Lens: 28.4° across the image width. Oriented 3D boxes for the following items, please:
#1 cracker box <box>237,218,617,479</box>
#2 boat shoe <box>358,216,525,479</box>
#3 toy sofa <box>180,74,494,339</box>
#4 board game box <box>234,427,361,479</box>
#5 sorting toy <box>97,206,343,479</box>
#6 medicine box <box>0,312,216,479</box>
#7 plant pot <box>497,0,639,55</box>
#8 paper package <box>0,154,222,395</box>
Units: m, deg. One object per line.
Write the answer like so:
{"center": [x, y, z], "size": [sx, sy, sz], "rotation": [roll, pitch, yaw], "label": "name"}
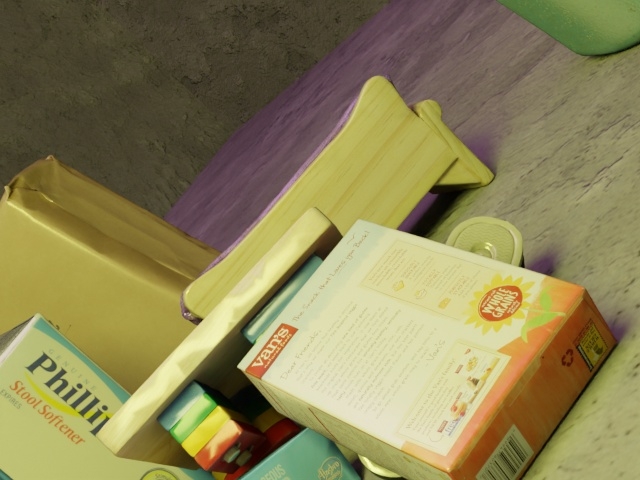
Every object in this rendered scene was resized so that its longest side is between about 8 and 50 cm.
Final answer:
{"center": [0.069, 0.081, 0.897], "size": [0.232, 0.067, 0.156], "rotation": [20, 64, 49], "label": "cracker box"}
{"center": [0.102, 0.093, 0.994], "size": [0.233, 0.084, 0.079], "rotation": [-60, -22, -27], "label": "boat shoe"}
{"center": [0.000, 0.000, 1.371], "size": [0.362, 0.177, 0.150], "rotation": [-50, 12, -15], "label": "toy sofa"}
{"center": [-0.141, 0.284, 1.001], "size": [0.316, 0.064, 0.242], "rotation": [-39, -6, 30], "label": "board game box"}
{"center": [-0.041, 0.120, 1.125], "size": [0.257, 0.089, 0.255], "rotation": [-47, -16, -3], "label": "sorting toy"}
{"center": [-0.275, 0.230, 1.348], "size": [0.149, 0.263, 0.289], "rotation": [-52, 12, -22], "label": "medicine box"}
{"center": [0.300, -0.346, 1.341], "size": [0.248, 0.247, 0.252], "rotation": [-54, -3, -33], "label": "plant pot"}
{"center": [-0.312, 0.109, 1.650], "size": [0.325, 0.309, 0.168], "rotation": [-59, 4, 24], "label": "paper package"}
